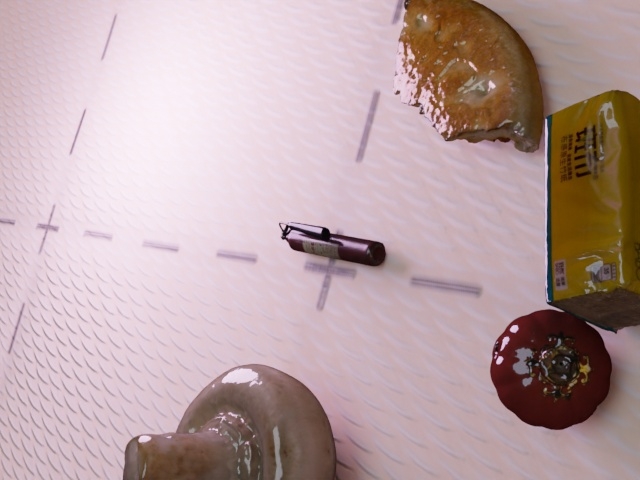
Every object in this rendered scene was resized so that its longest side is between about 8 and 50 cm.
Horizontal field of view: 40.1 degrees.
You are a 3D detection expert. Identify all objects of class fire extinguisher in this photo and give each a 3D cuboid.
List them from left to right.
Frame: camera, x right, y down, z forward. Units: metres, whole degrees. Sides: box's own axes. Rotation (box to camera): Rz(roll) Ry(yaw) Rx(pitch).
[{"bbox_3d":[0.000,0.000,1.011,0.173,0.049,0.035,10,88,47],"label":"fire extinguisher"}]

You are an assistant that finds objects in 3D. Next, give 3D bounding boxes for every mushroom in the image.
[{"bbox_3d":[-0.092,0.220,0.911,0.206,0.209,0.206,-47,20,23],"label":"mushroom"}]

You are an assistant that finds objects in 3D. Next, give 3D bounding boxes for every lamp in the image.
[{"bbox_3d":[0.194,0.108,0.738,0.101,0.090,0.101,-1,79,7],"label":"lamp"}]

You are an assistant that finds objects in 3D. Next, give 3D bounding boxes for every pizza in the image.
[{"bbox_3d":[0.152,-0.179,0.926,0.134,0.056,0.271,-52,46,13],"label":"pizza"}]

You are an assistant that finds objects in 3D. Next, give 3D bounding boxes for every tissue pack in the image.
[{"bbox_3d":[0.245,-0.020,0.717,0.082,0.120,0.169,-14,63,43],"label":"tissue pack"}]
